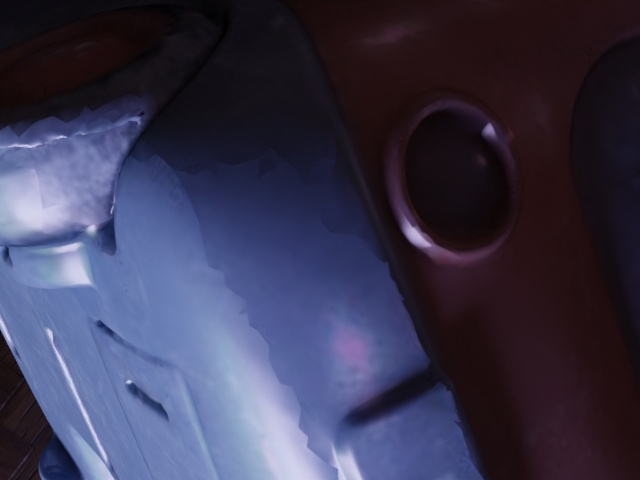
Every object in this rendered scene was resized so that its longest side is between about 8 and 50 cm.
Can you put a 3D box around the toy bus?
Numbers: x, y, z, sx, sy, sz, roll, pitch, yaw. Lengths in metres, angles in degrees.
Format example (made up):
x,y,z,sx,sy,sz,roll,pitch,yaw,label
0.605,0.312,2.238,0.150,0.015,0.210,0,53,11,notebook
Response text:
x,y,z,sx,sy,sz,roll,pitch,yaw,label
0.015,-0.006,0.490,0.294,0.232,0.197,27,141,62,toy bus
